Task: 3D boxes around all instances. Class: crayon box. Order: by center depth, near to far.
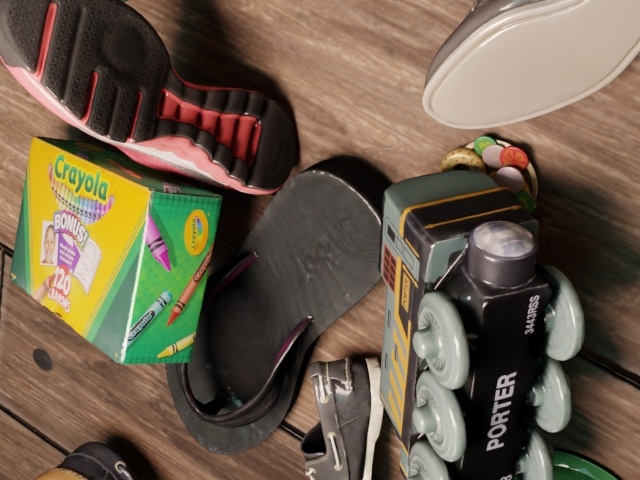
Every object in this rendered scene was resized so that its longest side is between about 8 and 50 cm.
[{"bbox_3d":[-0.217,0.001,0.970,0.278,0.081,0.165,22,104,49],"label":"crayon box"}]

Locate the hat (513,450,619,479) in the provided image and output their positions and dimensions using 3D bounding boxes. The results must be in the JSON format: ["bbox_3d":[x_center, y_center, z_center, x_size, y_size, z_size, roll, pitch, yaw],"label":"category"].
[{"bbox_3d":[0.201,0.309,0.882,0.173,0.183,0.208,1,113,31],"label":"hat"}]

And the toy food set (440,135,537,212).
[{"bbox_3d":[0.151,-0.052,0.838,0.082,0.020,0.083,-21,100,38],"label":"toy food set"}]

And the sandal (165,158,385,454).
[{"bbox_3d":[-0.077,0.093,0.998,0.167,0.107,0.446,40,131,10],"label":"sandal"}]

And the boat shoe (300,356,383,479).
[{"bbox_3d":[0.015,0.223,1.008,0.079,0.084,0.233,-2,119,-11],"label":"boat shoe"}]

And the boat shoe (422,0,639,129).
[{"bbox_3d":[0.206,-0.196,0.699,0.112,0.095,0.335,27,139,-27],"label":"boat shoe"}]

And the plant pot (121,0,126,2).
[{"bbox_3d":[-0.223,-0.289,0.875,0.234,0.165,0.166,-25,98,44],"label":"plant pot"}]

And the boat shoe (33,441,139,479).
[{"bbox_3d":[-0.242,0.474,1.276,0.187,0.156,0.500,-3,123,28],"label":"boat shoe"}]

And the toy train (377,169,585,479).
[{"bbox_3d":[0.123,0.100,0.831,0.190,0.142,0.334,-119,21,-48],"label":"toy train"}]

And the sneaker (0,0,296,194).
[{"bbox_3d":[-0.172,-0.116,0.870,0.136,0.116,0.314,-4,156,45],"label":"sneaker"}]
